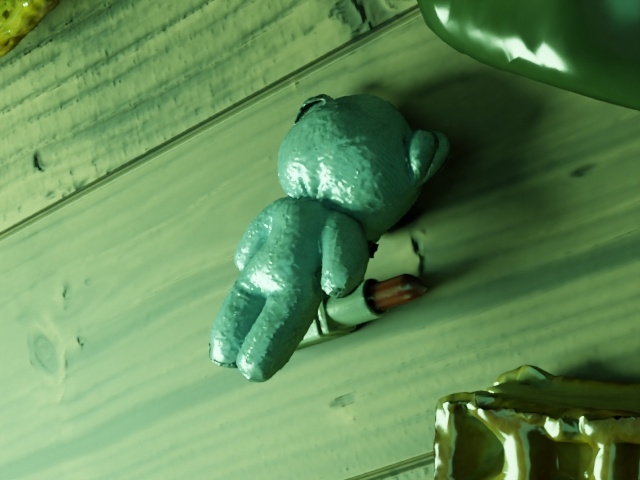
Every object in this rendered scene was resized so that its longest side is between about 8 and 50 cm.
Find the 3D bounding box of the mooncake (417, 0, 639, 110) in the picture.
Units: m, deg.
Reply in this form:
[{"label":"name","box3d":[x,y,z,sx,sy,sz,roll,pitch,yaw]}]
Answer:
[{"label":"mooncake","box3d":[0.218,-0.131,0.587,0.356,0.356,0.194,21,106,38]}]

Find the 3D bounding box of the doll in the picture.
[{"label":"doll","box3d":[0.003,0.001,0.943,0.120,0.075,0.179,23,91,42]}]

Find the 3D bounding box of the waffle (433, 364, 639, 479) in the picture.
[{"label":"waffle","box3d":[0.194,0.176,0.784,0.308,0.091,0.212,1,91,39]}]

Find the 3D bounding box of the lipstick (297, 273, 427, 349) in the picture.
[{"label":"lipstick","box3d":[0.013,0.041,0.970,0.129,0.030,0.030,-19,79,38]}]

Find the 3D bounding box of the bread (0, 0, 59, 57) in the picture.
[{"label":"bread","box3d":[-0.320,-0.277,1.134,0.358,0.204,0.336,-29,68,38]}]
